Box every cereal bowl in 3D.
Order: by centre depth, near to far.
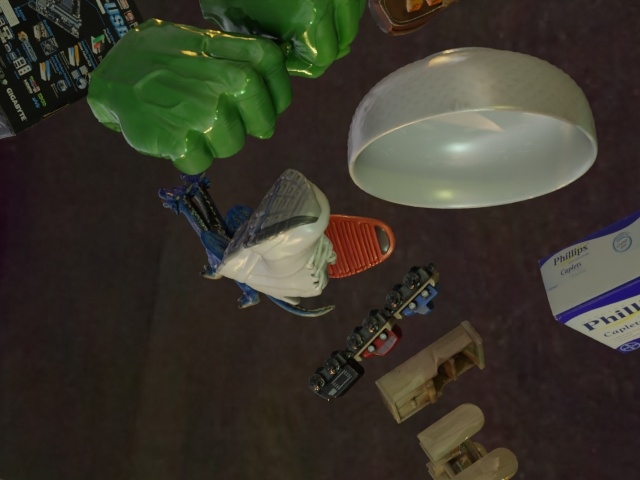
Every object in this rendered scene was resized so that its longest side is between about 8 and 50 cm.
[{"bbox_3d":[0.202,-0.164,1.450,0.339,0.338,0.141,134,139,-65],"label":"cereal bowl"}]

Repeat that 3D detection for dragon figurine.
[{"bbox_3d":[-0.114,0.011,1.470,0.289,0.085,0.144,37,155,33],"label":"dragon figurine"}]

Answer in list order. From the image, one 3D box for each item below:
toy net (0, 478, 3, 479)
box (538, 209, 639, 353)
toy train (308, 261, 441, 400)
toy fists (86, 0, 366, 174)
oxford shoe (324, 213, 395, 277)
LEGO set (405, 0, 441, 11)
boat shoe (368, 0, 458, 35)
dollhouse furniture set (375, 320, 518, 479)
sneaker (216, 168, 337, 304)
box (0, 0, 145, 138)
[{"bbox_3d":[-0.261,0.320,1.158,0.122,0.232,0.045,105,-173,-74],"label":"toy net"},{"bbox_3d":[0.310,0.044,1.053,0.126,0.137,0.072,-31,50,35],"label":"box"},{"bbox_3d":[0.048,0.079,0.889,0.158,0.036,0.027,-49,-3,23],"label":"toy train"},{"bbox_3d":[-0.060,-0.165,0.907,0.142,0.279,0.096,18,144,35],"label":"toy fists"},{"bbox_3d":[0.000,0.000,1.598,0.271,0.098,0.097,-6,105,32],"label":"oxford shoe"},{"bbox_3d":[0.167,-0.398,1.529,0.093,0.227,0.087,63,153,12],"label":"LEGO set"},{"bbox_3d":[0.217,-0.469,1.849,0.123,0.324,0.120,56,150,-10],"label":"boat shoe"},{"bbox_3d":[0.216,0.266,1.522,0.242,0.161,0.212,54,173,27],"label":"dollhouse furniture set"},{"bbox_3d":[-0.031,0.004,1.288,0.111,0.129,0.297,-60,7,-17],"label":"sneaker"},{"bbox_3d":[-0.429,-0.350,1.623,0.073,0.293,0.296,-1,121,49],"label":"box"}]
